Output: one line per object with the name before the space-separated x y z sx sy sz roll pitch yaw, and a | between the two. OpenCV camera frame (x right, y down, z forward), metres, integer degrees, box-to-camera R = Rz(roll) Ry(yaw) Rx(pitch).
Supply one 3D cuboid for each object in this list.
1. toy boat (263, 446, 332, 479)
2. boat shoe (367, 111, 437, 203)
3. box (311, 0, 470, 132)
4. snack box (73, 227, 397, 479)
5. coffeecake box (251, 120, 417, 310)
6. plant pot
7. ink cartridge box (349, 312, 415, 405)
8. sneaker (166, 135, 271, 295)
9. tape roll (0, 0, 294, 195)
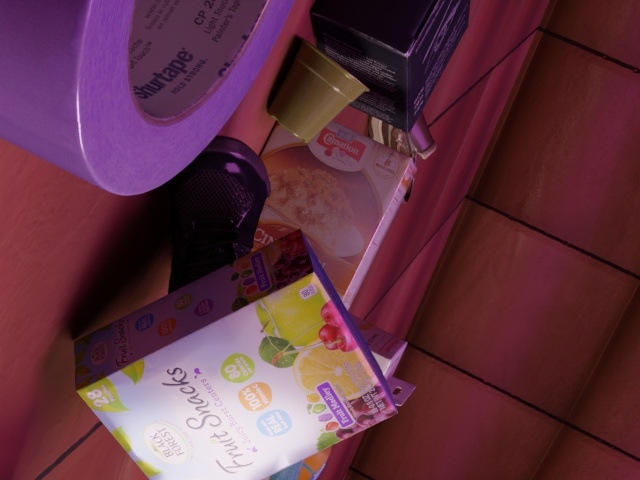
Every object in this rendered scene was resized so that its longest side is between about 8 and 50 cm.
toy boat | -0.002 0.273 1.803 0.318 0.148 0.267 -61 168 -14
boat shoe | 0.120 -0.152 1.547 0.095 0.095 0.257 -55 165 -38
box | 0.079 -0.230 1.170 0.153 0.108 0.207 -61 168 -13
snack box | -0.066 0.112 0.914 0.174 0.207 0.070 59 7 -35
coffeecake box | -0.006 -0.027 1.148 0.185 0.142 0.068 -64 169 -2
plant pot | -0.009 -0.139 1.085 0.079 0.083 0.083 -52 170 6
ink cartridge box | 0.057 0.168 1.711 0.067 0.198 0.115 -67 168 16
sneaker | -0.088 0.018 0.938 0.227 0.087 0.130 106 -17 -53
tape roll | -0.089 -0.166 0.618 0.275 0.090 0.275 -58 167 -22
